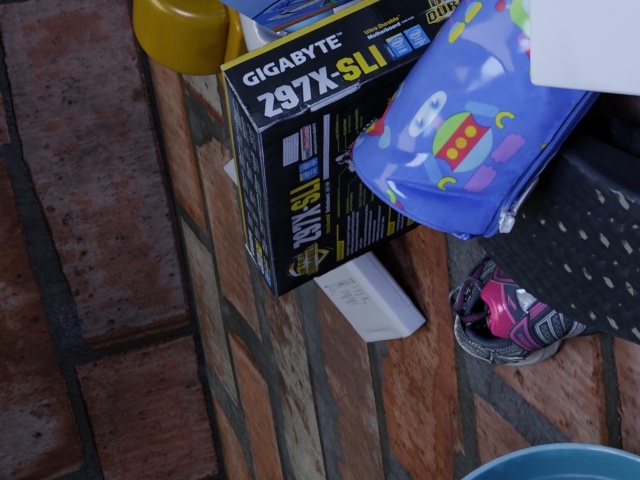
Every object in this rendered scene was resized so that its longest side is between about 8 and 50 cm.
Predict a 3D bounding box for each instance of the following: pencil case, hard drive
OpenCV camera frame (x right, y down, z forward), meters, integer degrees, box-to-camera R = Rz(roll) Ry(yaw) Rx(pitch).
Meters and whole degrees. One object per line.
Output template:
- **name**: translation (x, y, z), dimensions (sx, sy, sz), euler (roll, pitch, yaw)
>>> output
- **pencil case**: translation (0.149, -0.130, 0.924), dimensions (0.133, 0.119, 0.306), euler (43, 118, 14)
- **hard drive**: translation (0.000, 0.000, 1.725), dimensions (0.307, 0.040, 0.203), euler (51, 165, -4)

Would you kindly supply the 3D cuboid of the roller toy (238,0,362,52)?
- **roller toy**: translation (0.006, -0.263, 1.405), dimensions (0.209, 0.191, 0.146), euler (-150, 46, -69)

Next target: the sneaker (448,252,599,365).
- **sneaker**: translation (0.172, 0.059, 1.258), dimensions (0.299, 0.112, 0.121), euler (119, 133, -75)

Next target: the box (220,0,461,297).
- **box**: translation (0.049, -0.095, 1.206), dimensions (0.079, 0.257, 0.322), euler (60, 168, 24)

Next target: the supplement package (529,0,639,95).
- **supplement package**: translation (0.206, -0.231, 0.640), dimensions (0.177, 0.175, 0.293), euler (9, 123, 25)

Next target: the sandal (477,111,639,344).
- **sandal**: translation (0.247, -0.006, 1.003), dimensions (0.446, 0.107, 0.167), euler (35, 138, 48)

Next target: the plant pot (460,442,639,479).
- **plant pot**: translation (0.219, 0.353, 1.134), dimensions (0.255, 0.271, 0.272), euler (72, 173, -51)

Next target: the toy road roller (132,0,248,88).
- **toy road roller**: translation (-0.098, -0.258, 1.683), dimensions (0.202, 0.240, 0.329), euler (108, 144, -64)

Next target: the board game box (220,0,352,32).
- **board game box**: translation (0.064, -0.231, 0.999), dimensions (0.145, 0.281, 0.027), euler (12, -120, -71)
